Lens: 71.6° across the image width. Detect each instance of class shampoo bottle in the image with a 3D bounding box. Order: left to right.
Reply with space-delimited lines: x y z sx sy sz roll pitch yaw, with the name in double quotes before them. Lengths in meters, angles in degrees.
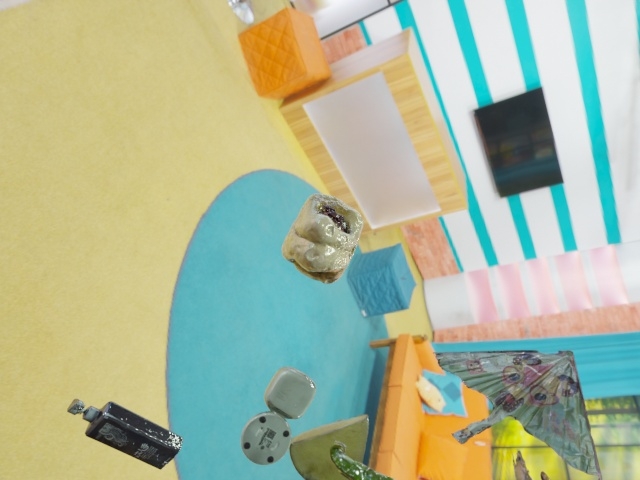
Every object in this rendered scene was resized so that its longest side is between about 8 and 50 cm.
"shampoo bottle" -0.529 0.510 1.197 0.309 0.098 0.071 40 19 -22

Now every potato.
"potato" 0.016 0.708 1.519 0.112 0.255 0.269 133 -31 -78

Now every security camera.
"security camera" -0.136 0.552 1.407 0.157 0.080 0.301 34 73 -10

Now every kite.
"kite" 0.322 0.250 0.724 0.268 0.323 0.013 -27 119 -21

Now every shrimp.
"shrimp" 0.518 0.581 1.063 0.162 0.095 0.045 -90 168 -45

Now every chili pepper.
"chili pepper" 0.162 0.645 1.195 0.359 0.085 0.076 35 61 -17

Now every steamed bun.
"steamed bun" 0.000 0.000 0.853 0.155 0.141 0.172 -41 155 -82
